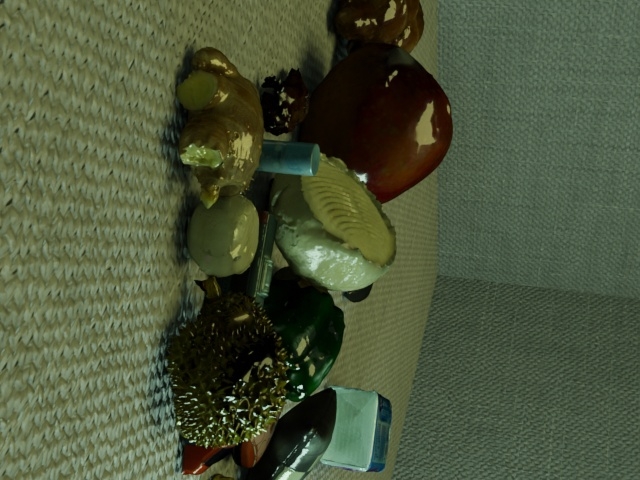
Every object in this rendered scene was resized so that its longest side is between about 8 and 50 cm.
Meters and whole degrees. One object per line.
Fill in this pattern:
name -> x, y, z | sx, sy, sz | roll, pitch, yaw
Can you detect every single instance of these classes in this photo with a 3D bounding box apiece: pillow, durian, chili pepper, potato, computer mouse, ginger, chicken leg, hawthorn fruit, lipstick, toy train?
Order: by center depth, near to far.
ginger -> -0.131, -0.142, 1.246 | 0.157, 0.102, 0.216 | 53, 38, -62
durian -> -0.116, 0.167, 1.287 | 0.193, 0.138, 0.237 | -15, 96, -37
lipstick -> -0.082, -0.123, 1.342 | 0.048, 0.158, 0.048 | 7, 90, -76
toy train -> -0.135, 0.155, 1.419 | 0.086, 0.089, 0.409 | 57, 41, -77
chili pepper -> -0.070, 0.190, 1.529 | 0.261, 0.165, 0.174 | -53, 144, -37
chicken leg -> -0.061, -0.235, 1.589 | 0.234, 0.063, 0.105 | -51, 150, -69
pillow -> -0.061, 0.393, 1.703 | 0.250, 0.106, 0.186 | -55, 178, 18
potato -> -0.029, 0.125, 1.745 | 0.251, 0.113, 0.149 | 76, -3, -65
hawthorn fruit -> 0.100, -0.223, 1.836 | 0.308, 0.325, 0.308 | 60, -10, 18
ginger -> 0.120, -0.463, 2.064 | 0.274, 0.152, 0.357 | -63, 164, -1
computer mouse -> 0.104, 0.111, 2.431 | 0.172, 0.057, 0.099 | -29, 126, -69

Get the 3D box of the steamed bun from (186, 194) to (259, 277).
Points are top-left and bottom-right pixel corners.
steamed bun -> -0.140, -0.013, 1.302 | 0.130, 0.091, 0.112 | -60, 157, -64

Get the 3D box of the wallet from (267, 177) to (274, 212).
wallet -> -0.059, -0.056, 1.741 | 0.198, 0.031, 0.110 | 8, 90, -76

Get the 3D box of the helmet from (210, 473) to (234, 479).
helmet -> -0.109, 0.501, 1.535 | 0.205, 0.140, 0.257 | -80, 164, -48

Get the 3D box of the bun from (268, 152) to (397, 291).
bun -> 0.005, -0.022, 1.585 | 0.152, 0.259, 0.259 | -41, -173, 27

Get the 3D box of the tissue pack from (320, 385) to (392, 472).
tissue pack -> 0.091, 0.482, 2.364 | 0.263, 0.146, 0.198 | 48, 49, -71

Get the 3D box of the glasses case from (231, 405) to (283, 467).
glasses case -> -0.099, 0.282, 1.654 | 0.266, 0.067, 0.103 | -67, 166, -47
